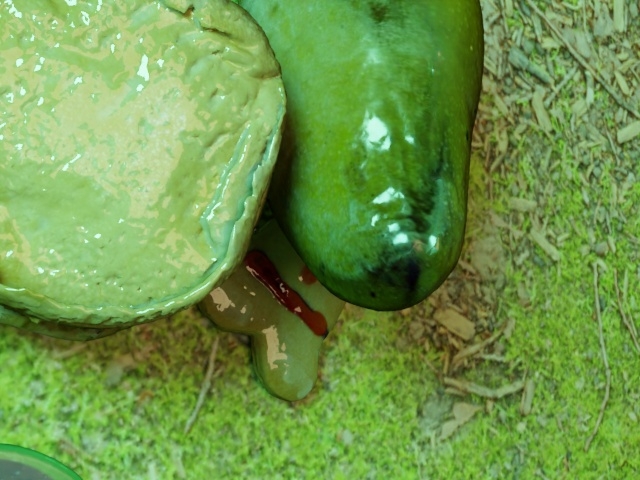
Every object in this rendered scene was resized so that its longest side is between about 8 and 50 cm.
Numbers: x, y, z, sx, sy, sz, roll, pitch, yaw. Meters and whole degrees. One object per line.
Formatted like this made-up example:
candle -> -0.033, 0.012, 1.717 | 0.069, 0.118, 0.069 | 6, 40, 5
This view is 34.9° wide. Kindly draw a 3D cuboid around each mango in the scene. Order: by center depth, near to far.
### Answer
mango -> 0.032, -0.101, 0.725 | 0.176, 0.176, 0.329 | -4, 73, -9

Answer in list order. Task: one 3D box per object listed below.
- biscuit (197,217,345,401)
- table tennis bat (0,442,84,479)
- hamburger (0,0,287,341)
biscuit -> 0.000, 0.000, 0.808 | 0.153, 0.030, 0.234 | 52, 59, -22
table tennis bat -> -0.174, 0.214, 0.656 | 0.257, 0.039, 0.160 | 10, 81, -32
hamburger -> -0.152, -0.059, 0.607 | 0.286, 0.146, 0.243 | -25, 89, -18
